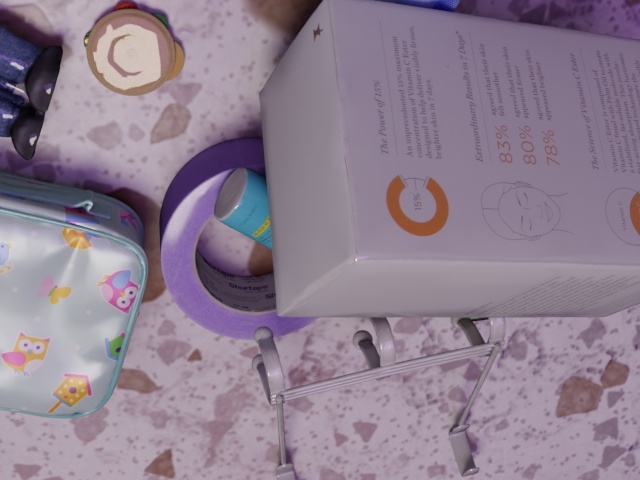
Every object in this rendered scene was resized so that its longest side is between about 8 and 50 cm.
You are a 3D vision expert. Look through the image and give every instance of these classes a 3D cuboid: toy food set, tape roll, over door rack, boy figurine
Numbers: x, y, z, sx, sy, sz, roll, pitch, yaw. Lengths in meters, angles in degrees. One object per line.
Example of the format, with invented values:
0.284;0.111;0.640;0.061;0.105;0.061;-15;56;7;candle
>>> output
-0.173;-0.174;0.853;0.083;0.020;0.083;-28;117;4;toy food set
-0.064;-0.001;0.923;0.188;0.080;0.189;-4;116;-8;tape roll
0.056;0.166;0.990;0.239;0.108;0.324;-11;142;-7;over door rack
-0.365;-0.170;0.780;0.285;0.092;0.177;20;112;-22;boy figurine

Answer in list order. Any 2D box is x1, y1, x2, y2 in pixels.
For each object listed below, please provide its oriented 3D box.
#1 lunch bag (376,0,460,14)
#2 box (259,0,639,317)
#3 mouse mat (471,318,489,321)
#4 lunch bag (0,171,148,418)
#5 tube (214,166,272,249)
0.006;-0.360;0.602;0.327;0.239;0.385;5;159;-13;lunch bag
0.141;-0.055;0.798;0.345;0.168;0.215;2;70;-23;box
0.217;-0.001;1.000;0.152;0.007;0.190;-7;118;-7;mouse mat
-0.304;0.041;0.880;0.279;0.108;0.224;14;107;-18;lunch bag
0.000;0.000;0.868;0.207;0.052;0.080;27;121;-28;tube
